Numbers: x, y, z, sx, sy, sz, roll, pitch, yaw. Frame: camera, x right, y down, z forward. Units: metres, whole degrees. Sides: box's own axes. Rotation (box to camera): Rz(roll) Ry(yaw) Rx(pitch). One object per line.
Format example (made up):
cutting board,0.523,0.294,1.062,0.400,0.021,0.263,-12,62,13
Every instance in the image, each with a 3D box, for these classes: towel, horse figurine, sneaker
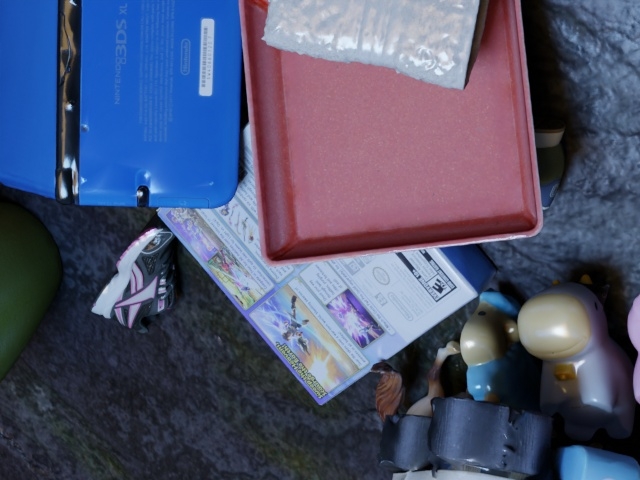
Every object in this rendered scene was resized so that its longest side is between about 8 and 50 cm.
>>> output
towel,0.061,-0.280,1.086,0.187,0.049,0.282,14,102,16
horse figurine,0.153,0.211,1.331,0.263,0.066,0.174,34,129,3
sneaker,0.129,-0.068,1.199,0.192,0.064,0.086,5,112,26
sneaker,-0.184,0.038,1.455,0.077,0.072,0.178,34,136,-3

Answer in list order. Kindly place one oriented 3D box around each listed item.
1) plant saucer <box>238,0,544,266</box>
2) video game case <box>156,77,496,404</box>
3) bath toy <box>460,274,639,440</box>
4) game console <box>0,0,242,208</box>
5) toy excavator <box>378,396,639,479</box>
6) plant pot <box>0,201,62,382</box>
plant saucer,0.062,-0.117,1.155,0.259,0.048,0.259,-7,84,23
video game case,0.000,0.000,1.316,0.269,0.061,0.244,50,127,-1
bath toy,0.298,0.088,1.147,0.348,0.129,0.151,-7,139,36
game console,-0.206,-0.188,1.306,0.250,0.173,0.293,1,100,-7
toy excavator,0.287,0.283,1.109,0.445,0.222,0.433,13,166,-10
plant pot,-0.434,0.074,1.469,0.275,0.293,0.274,14,121,24
